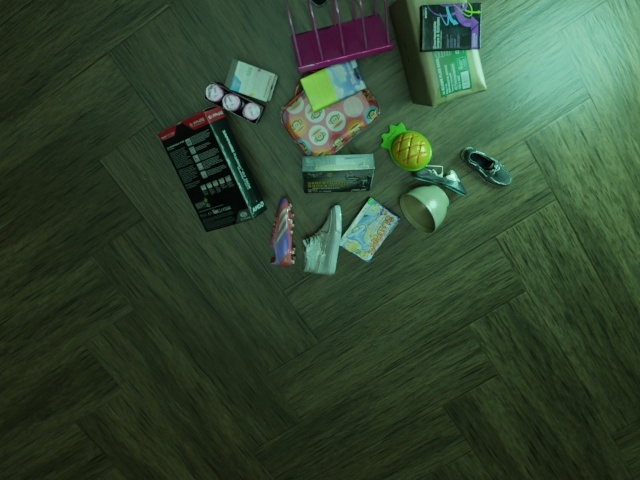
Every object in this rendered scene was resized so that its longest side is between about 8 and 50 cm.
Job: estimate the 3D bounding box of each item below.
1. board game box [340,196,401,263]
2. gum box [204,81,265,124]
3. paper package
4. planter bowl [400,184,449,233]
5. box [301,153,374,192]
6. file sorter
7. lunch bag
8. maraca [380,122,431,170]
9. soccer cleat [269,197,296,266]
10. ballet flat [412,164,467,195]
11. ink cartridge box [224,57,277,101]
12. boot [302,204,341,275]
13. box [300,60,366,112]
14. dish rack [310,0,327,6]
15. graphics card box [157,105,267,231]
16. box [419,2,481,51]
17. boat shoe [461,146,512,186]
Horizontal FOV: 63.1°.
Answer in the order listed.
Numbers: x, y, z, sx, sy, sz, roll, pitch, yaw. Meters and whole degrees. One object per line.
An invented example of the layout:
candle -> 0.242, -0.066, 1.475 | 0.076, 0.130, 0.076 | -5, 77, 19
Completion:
board game box -> 0.171, -0.036, 1.846 | 0.136, 0.035, 0.201 | 32, 103, -9
gum box -> -0.278, -0.447, 1.686 | 0.188, 0.107, 0.062 | 26, 104, -7
paper package -> 0.339, -0.581, 1.552 | 0.168, 0.309, 0.325 | -17, 107, 4
planter bowl -> 0.366, -0.120, 1.774 | 0.109, 0.162, 0.162 | -38, 104, -17
box -> 0.056, -0.218, 1.719 | 0.231, 0.183, 0.056 | -2, 73, -1
file sorter -> 0.046, -0.660, 1.547 | 0.290, 0.202, 0.182 | -13, 139, 3
lunch bag -> 0.017, -0.426, 1.689 | 0.293, 0.120, 0.258 | -36, 103, 9
maraca -> 0.285, -0.311, 1.741 | 0.185, 0.099, 0.127 | 43, 93, 14
soccer cleat -> -0.139, -0.025, 1.825 | 0.095, 0.083, 0.248 | -2, 109, 4
ballet flat -> 0.417, -0.215, 1.782 | 0.203, 0.074, 0.074 | 19, 105, -4
ink cartridge box -> -0.218, -0.508, 1.663 | 0.143, 0.090, 0.092 | 13, 107, -28
boot -> 0.000, 0.000, 1.821 | 0.123, 0.095, 0.258 | 4, 107, -9
box -> 0.039, -0.478, 1.602 | 0.178, 0.042, 0.109 | -23, 100, 5
dish rack -> 0.000, -0.888, 1.586 | 0.208, 0.074, 0.271 | 35, 101, -11
graphics card box -> -0.352, -0.225, 1.708 | 0.232, 0.094, 0.371 | -14, 107, 34
box -> 0.343, -0.563, 1.381 | 0.162, 0.029, 0.116 | -4, 104, -3
boat shoe -> 0.572, -0.244, 1.776 | 0.206, 0.065, 0.075 | 33, 103, -9
